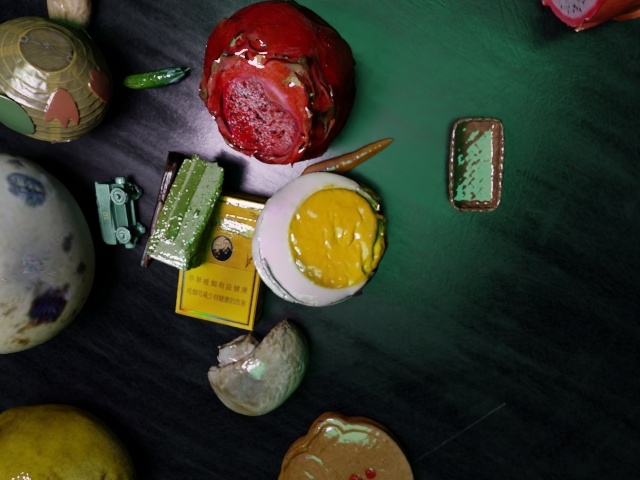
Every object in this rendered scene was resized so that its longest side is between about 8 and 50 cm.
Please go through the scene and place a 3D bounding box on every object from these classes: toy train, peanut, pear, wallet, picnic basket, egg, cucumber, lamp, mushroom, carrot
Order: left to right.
[{"bbox_3d":[-0.674,0.028,1.050,0.345,0.345,0.427,6,97,7],"label":"egg"},{"bbox_3d":[-0.571,-0.316,1.013,0.250,0.250,0.284,54,146,-7],"label":"lamp"},{"bbox_3d":[-0.668,0.597,1.205,0.352,0.352,0.413,-43,103,16],"label":"pear"},{"bbox_3d":[-0.520,-0.539,1.016,0.100,0.099,0.214,13,100,5],"label":"peanut"},{"bbox_3d":[-0.472,-0.065,1.140,0.100,0.070,0.172,4,106,15],"label":"toy train"},{"bbox_3d":[-0.359,-0.352,1.062,0.168,0.039,0.039,-6,104,11],"label":"cucumber"},{"bbox_3d":[-0.356,-0.065,1.089,0.031,0.137,0.255,13,107,-16],"label":"wallet"},{"bbox_3d":[-0.149,0.321,1.141,0.267,0.164,0.189,-24,99,13],"label":"mushroom"},{"bbox_3d":[-0.005,-0.001,1.041,0.264,0.174,0.286,28,83,-5],"label":"egg"},{"bbox_3d":[0.057,-0.171,1.048,0.216,0.048,0.048,-22,100,9],"label":"carrot"},{"bbox_3d":[0.319,-0.155,1.004,0.110,0.055,0.193,1,104,7],"label":"picnic basket"}]

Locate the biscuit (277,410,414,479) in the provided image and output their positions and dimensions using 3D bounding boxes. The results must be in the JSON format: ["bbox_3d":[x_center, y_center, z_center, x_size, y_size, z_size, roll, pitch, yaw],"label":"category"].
[{"bbox_3d":[0.050,0.617,1.244,0.381,0.074,0.359,-33,96,12],"label":"biscuit"}]

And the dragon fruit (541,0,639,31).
[{"bbox_3d":[0.497,-0.508,0.773,0.226,0.305,0.305,-12,103,4],"label":"dragon fruit"}]

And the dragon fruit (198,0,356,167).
[{"bbox_3d":[-0.074,-0.287,0.907,0.296,0.301,0.295,3,112,7],"label":"dragon fruit"}]

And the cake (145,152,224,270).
[{"bbox_3d":[-0.277,-0.056,1.012,0.100,0.099,0.235,21,105,3],"label":"cake"}]

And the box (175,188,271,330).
[{"bbox_3d":[-0.215,0.038,1.118,0.193,0.084,0.301,11,106,6],"label":"box"}]
